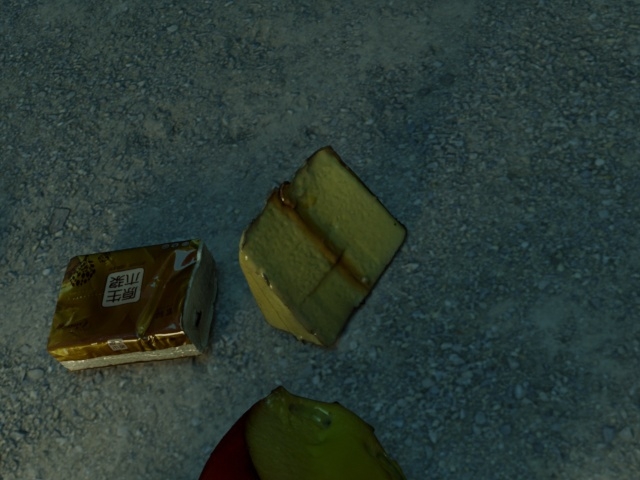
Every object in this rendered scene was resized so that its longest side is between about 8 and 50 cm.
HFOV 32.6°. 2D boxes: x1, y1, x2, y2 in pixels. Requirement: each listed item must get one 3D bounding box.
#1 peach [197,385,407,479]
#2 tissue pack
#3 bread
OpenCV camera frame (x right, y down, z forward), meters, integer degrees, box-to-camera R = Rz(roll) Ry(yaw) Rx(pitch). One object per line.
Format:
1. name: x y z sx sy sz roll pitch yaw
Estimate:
1. peach: -0.015 0.315 1.248 0.281 0.281 0.338 1 53 21
2. tissue pack: -0.275 0.097 1.631 0.226 0.092 0.183 -9 51 16
3. bread: 0.000 0.000 1.548 0.135 0.178 0.240 20 60 34
